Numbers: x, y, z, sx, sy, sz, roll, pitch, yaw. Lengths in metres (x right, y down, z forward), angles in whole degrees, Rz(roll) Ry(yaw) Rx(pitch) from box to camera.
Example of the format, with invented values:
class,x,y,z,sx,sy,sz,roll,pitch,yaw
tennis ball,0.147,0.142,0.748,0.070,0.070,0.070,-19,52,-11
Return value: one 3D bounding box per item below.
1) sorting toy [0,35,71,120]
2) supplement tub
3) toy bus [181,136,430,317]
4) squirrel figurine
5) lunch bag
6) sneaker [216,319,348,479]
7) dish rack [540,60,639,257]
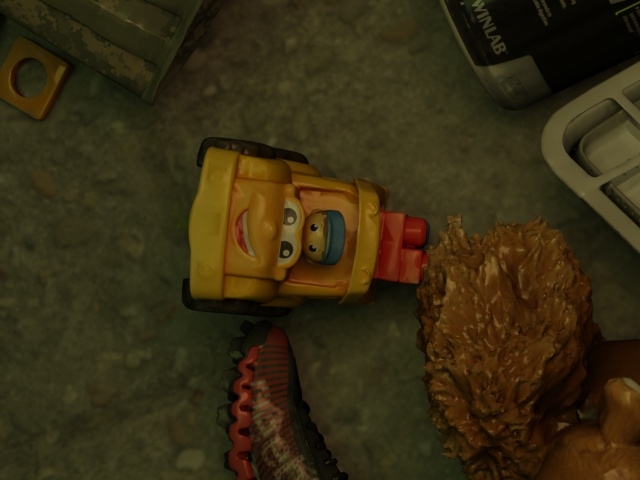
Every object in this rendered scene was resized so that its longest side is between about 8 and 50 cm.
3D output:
class,x,y,z,sx,sy,sz,roll,pitch,yaw
sorting toy,-0.401,-0.218,1.751,0.348,0.047,0.196,18,94,17
supplement tub,0.253,-0.254,1.501,0.316,0.193,0.193,-24,78,12
toy bus,0.000,0.000,1.540,0.212,0.220,0.149,8,89,10
squirrel figurine,0.200,0.171,1.366,0.397,0.370,0.281,40,106,20
lunch bag,-0.163,-0.302,1.558,0.235,0.169,0.287,31,124,-2
sneaker,-0.022,0.204,1.584,0.135,0.097,0.276,-3,77,4
dish rack,0.368,-0.039,1.426,0.286,0.072,0.333,-30,49,-13
